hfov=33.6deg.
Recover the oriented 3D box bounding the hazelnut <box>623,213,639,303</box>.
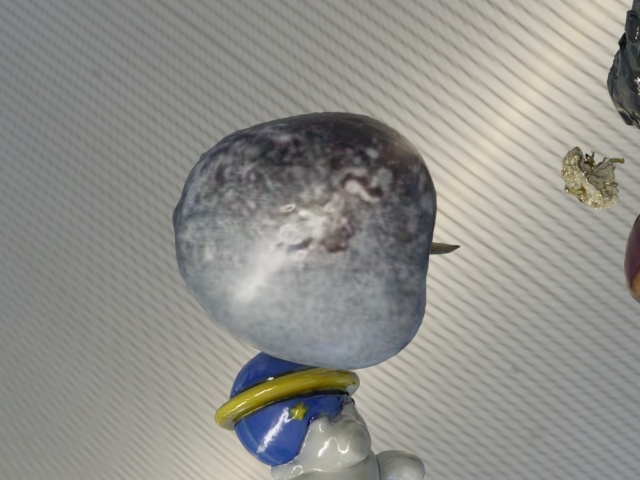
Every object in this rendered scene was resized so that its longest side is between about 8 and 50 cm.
[{"bbox_3d":[0.538,0.037,1.521,0.212,0.181,0.181,32,86,-1],"label":"hazelnut"}]

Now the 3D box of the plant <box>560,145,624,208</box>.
[{"bbox_3d":[0.482,-0.120,1.835,0.104,0.122,0.116,35,161,48],"label":"plant"}]

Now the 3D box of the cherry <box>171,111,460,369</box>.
[{"bbox_3d":[0.000,0.000,1.048,0.296,0.218,0.254,4,115,-6],"label":"cherry"}]

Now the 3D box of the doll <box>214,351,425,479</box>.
[{"bbox_3d":[0.017,0.239,1.289,0.159,0.311,0.242,-50,51,32],"label":"doll"}]

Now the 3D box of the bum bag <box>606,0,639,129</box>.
[{"bbox_3d":[0.492,-0.291,1.563,0.095,0.144,0.340,-8,141,-10],"label":"bum bag"}]
